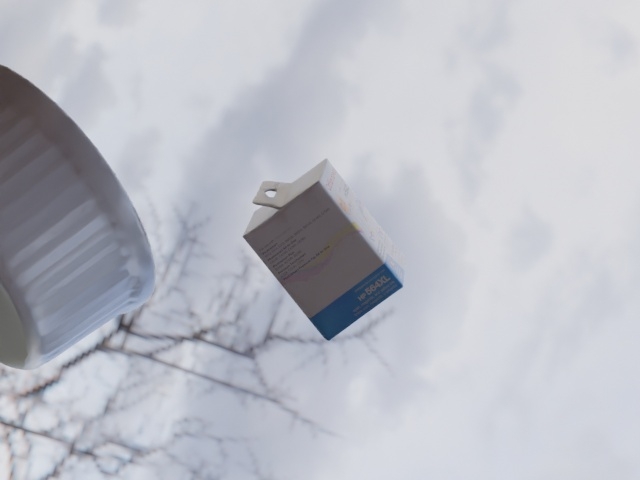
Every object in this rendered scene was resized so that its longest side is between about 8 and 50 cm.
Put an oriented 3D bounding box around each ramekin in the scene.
[{"bbox_3d":[-0.292,-0.014,1.446,0.135,0.277,0.277,-41,-158,-27],"label":"ramekin"}]

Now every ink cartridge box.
[{"bbox_3d":[0.000,0.000,1.453,0.090,0.143,0.092,-36,-169,13],"label":"ink cartridge box"}]
